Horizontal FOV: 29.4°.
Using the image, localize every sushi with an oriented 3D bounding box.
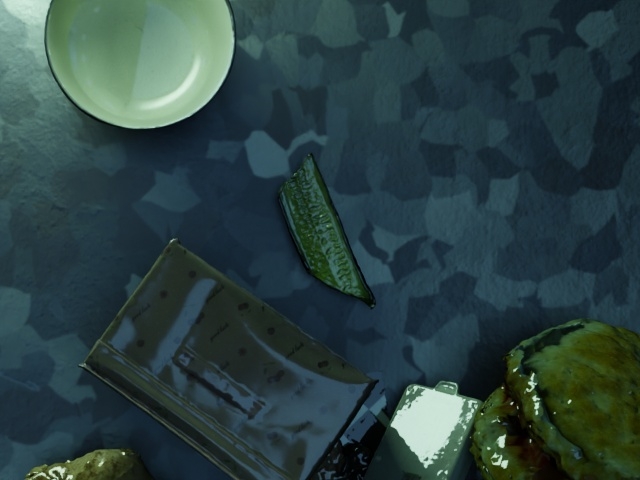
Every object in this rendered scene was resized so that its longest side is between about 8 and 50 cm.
[{"bbox_3d":[-0.004,0.301,1.585,0.219,0.047,0.231,-8,87,-8],"label":"sushi"}]

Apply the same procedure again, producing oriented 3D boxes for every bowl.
[{"bbox_3d":[-0.228,-0.248,1.551,0.238,0.126,0.238,1,86,-8],"label":"bowl"}]

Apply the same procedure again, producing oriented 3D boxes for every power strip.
[{"bbox_3d":[0.117,0.300,1.537,0.118,0.046,0.270,11,58,32],"label":"power strip"}]

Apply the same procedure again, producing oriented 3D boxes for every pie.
[{"bbox_3d":[0.404,0.272,1.502,0.418,0.180,0.395,2,41,-30],"label":"pie"}]

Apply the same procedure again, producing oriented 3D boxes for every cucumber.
[{"bbox_3d":[0.000,0.000,1.609,0.070,0.046,0.220,-23,88,-7],"label":"cucumber"}]

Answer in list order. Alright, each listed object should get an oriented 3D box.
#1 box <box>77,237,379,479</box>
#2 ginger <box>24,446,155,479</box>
[{"bbox_3d":[-0.100,0.168,1.468,0.297,0.225,0.190,36,82,7],"label":"box"},{"bbox_3d":[-0.249,0.440,1.487,0.236,0.166,0.375,-20,83,-18],"label":"ginger"}]
